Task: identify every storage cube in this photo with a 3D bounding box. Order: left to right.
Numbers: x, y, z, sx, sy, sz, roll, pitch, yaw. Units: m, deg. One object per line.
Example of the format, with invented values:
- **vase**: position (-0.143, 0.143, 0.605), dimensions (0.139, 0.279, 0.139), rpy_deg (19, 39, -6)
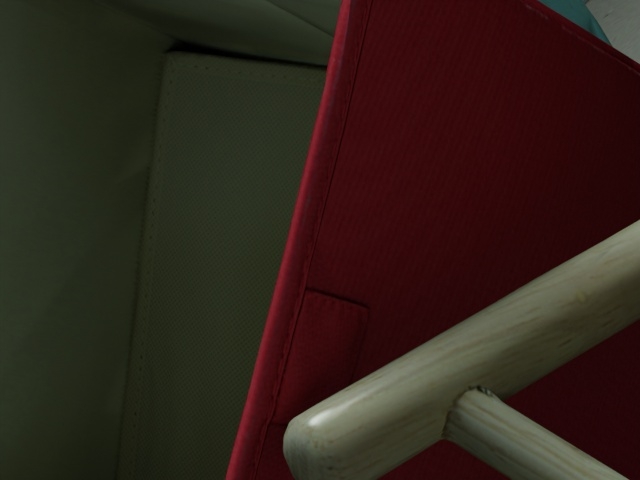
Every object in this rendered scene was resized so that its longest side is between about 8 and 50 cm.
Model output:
- **storage cube**: position (-0.025, 0.024, 0.492), dimensions (0.183, 0.193, 0.215), rpy_deg (10, 84, 37)

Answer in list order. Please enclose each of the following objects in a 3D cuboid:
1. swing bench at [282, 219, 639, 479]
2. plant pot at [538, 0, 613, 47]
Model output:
- **swing bench**: position (0.143, -0.065, 0.320), dimensions (0.255, 0.165, 0.253), rpy_deg (-47, -19, -35)
- **plant pot**: position (0.000, 0.000, 0.755), dimensions (0.235, 0.293, 0.293), rpy_deg (-25, 17, 32)
